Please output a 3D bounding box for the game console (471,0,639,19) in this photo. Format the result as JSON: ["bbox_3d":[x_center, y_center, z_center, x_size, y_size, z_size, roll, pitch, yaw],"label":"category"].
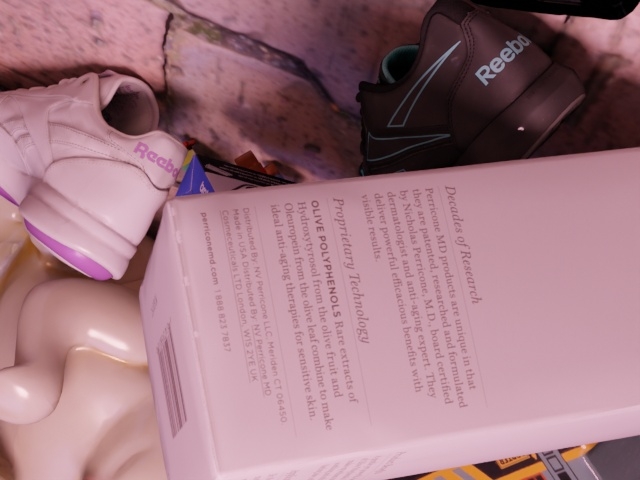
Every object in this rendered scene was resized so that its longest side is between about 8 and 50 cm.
[{"bbox_3d":[0.141,-0.168,0.526,0.361,0.044,0.213,18,159,43],"label":"game console"}]

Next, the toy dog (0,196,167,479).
[{"bbox_3d":[-0.190,0.165,1.201,0.395,0.285,0.408,16,-157,-51],"label":"toy dog"}]

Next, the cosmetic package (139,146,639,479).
[{"bbox_3d":[0.091,0.053,0.748,0.365,0.155,0.197,-8,164,-16],"label":"cosmetic package"}]

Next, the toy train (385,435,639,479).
[{"bbox_3d":[0.132,0.160,1.066,0.190,0.142,0.334,57,139,4],"label":"toy train"}]

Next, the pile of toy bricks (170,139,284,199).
[{"bbox_3d":[-0.093,-0.035,1.081,0.105,0.118,0.212,58,174,12],"label":"pile of toy bricks"}]

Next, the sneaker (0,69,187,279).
[{"bbox_3d":[-0.209,-0.082,1.069,0.305,0.152,0.114,36,179,45],"label":"sneaker"}]

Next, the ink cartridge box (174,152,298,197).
[{"bbox_3d":[0.000,0.000,0.956,0.207,0.046,0.097,15,-155,-30],"label":"ink cartridge box"}]

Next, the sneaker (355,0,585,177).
[{"bbox_3d":[0.073,-0.074,0.832,0.106,0.101,0.267,45,153,-1],"label":"sneaker"}]
